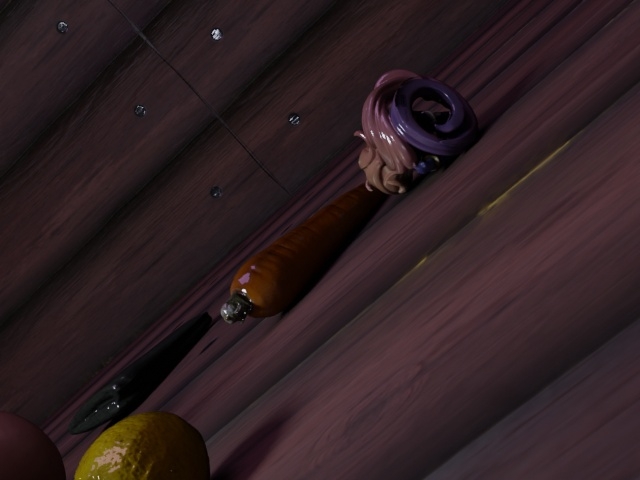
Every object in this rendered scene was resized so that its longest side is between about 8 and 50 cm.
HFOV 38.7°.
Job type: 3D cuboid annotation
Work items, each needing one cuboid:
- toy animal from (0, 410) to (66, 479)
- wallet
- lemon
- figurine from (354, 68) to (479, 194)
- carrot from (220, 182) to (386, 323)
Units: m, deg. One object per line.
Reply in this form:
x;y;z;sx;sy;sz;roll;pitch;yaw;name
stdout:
-0.363;0.272;0.856;0.269;0.237;0.326;-52;-3;35;toy animal
-0.275;0.206;1.421;0.168;0.052;0.245;-38;3;40;wallet
-0.114;0.153;0.577;0.082;0.082;0.110;-40;-1;22;lemon
0.086;-0.113;0.997;0.114;0.126;0.157;8;-28;-36;figurine
0.000;0.000;1.052;0.336;0.069;0.069;-39;3;-40;carrot
